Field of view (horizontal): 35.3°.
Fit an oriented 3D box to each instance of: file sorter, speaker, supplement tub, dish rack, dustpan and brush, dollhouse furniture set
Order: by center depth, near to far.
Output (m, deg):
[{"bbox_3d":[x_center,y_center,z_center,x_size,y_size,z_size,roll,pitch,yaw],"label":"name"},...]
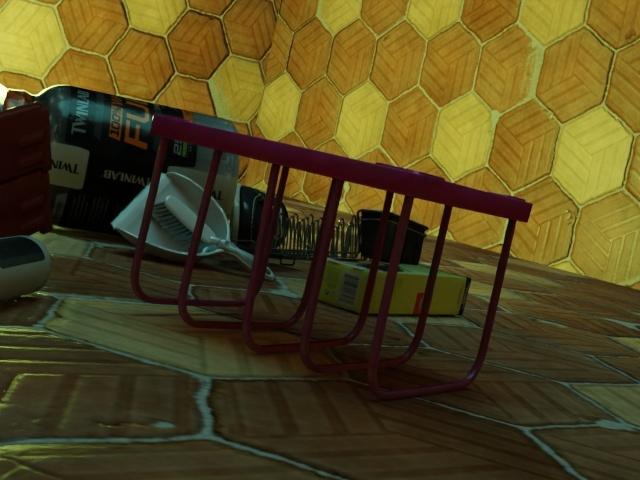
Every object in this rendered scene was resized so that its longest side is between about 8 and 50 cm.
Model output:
[{"bbox_3d":[-0.277,0.026,0.845,0.055,0.055,0.136,12,4,6],"label":"speaker"},{"bbox_3d":[0.000,0.012,0.909,0.291,0.182,0.202,16,5,36],"label":"file sorter"},{"bbox_3d":[-0.457,-0.047,0.978,0.201,0.152,0.374,14,22,21],"label":"dollhouse furniture set"},{"bbox_3d":[-0.156,-0.005,1.353,0.211,0.060,0.147,41,42,-7],"label":"dustpan and brush"},{"bbox_3d":[0.000,0.000,1.443,0.272,0.074,0.208,2,-6,23],"label":"dish rack"},{"bbox_3d":[-0.305,-0.111,1.490,0.338,0.207,0.207,9,5,-20],"label":"supplement tub"}]

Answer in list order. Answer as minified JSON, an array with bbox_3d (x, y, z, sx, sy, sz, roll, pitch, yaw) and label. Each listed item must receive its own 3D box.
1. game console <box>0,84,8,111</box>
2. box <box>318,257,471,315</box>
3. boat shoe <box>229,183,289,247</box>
[{"bbox_3d":[-0.576,-0.211,1.843,0.387,0.060,0.342,39,3,12],"label":"game console"},{"bbox_3d":[0.099,0.062,1.316,0.087,0.058,0.232,15,5,38],"label":"box"},{"bbox_3d":[-0.098,-0.036,1.667,0.091,0.114,0.302,6,5,0],"label":"boat shoe"}]
